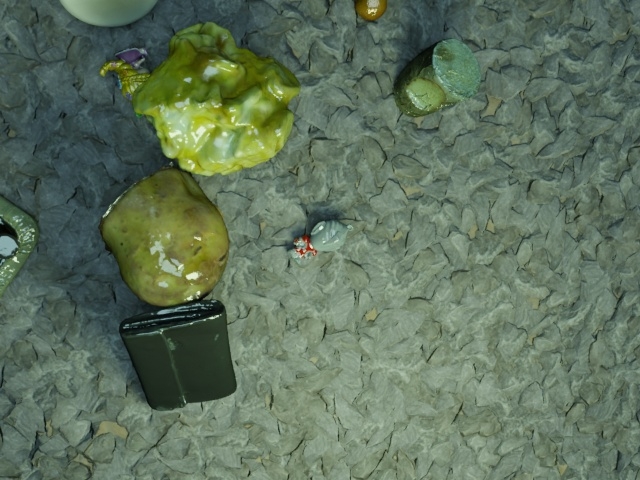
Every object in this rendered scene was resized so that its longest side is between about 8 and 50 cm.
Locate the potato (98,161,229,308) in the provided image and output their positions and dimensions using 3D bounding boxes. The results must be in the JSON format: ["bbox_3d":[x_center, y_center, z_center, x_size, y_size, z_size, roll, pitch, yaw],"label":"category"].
[{"bbox_3d":[-0.308,0.011,1.587,0.237,0.301,0.289,36,85,17],"label":"potato"}]

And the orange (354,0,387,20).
[{"bbox_3d":[0.120,-0.570,1.711,0.085,0.085,0.085,-2,100,-10],"label":"orange"}]

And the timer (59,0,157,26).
[{"bbox_3d":[-0.449,-0.554,1.514,0.233,0.233,0.240,-17,59,-7],"label":"timer"}]

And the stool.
[{"bbox_3d":[-0.828,0.023,1.561,0.310,0.226,0.310,32,91,-15],"label":"stool"}]

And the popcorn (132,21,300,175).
[{"bbox_3d":[-0.225,-0.310,1.612,0.334,0.292,0.293,36,117,-21],"label":"popcorn"}]

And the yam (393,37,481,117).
[{"bbox_3d":[0.276,-0.384,1.695,0.154,0.254,0.154,0,89,-15],"label":"yam"}]

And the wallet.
[{"bbox_3d":[-0.317,0.279,1.659,0.228,0.062,0.406,-13,145,-11],"label":"wallet"}]

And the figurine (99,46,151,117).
[{"bbox_3d":[-0.431,-0.354,1.632,0.115,0.095,0.156,-22,100,-18],"label":"figurine"}]

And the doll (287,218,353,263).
[{"bbox_3d":[0.000,0.000,1.794,0.180,0.079,0.094,-28,119,8],"label":"doll"}]
